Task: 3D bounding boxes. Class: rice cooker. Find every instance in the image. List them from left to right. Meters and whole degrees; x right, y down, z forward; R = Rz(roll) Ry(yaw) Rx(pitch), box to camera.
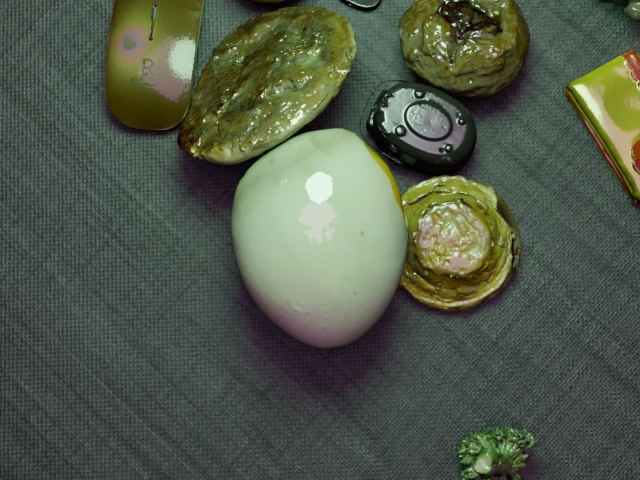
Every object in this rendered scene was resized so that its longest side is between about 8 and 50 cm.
[{"bbox_3d":[0.170,-0.194,1.429,0.203,0.118,0.142,23,84,2],"label":"rice cooker"}]

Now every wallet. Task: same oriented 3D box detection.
[{"bbox_3d":[0.539,-0.197,1.431,0.141,0.067,0.241,-30,81,8],"label":"wallet"}]

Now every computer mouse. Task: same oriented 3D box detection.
[{"bbox_3d":[-0.295,-0.351,1.496,0.158,0.072,0.310,6,82,1],"label":"computer mouse"}]

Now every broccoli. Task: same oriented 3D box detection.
[{"bbox_3d":[0.271,0.345,1.313,0.122,0.204,0.118,11,82,19],"label":"broccoli"}]

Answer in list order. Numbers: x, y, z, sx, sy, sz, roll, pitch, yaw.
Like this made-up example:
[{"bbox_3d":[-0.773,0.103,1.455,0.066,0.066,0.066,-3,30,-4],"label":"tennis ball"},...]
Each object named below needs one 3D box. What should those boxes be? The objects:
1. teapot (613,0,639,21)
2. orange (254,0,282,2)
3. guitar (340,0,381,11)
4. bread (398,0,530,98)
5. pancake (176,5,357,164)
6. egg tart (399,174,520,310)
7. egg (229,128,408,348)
[{"bbox_3d":[0.533,-0.518,1.414,0.305,0.223,0.285,14,90,1],"label":"teapot"},{"bbox_3d":[-0.089,-0.503,1.461,0.178,0.155,0.177,19,57,-32],"label":"orange"},{"bbox_3d":[0.106,-0.528,1.524,0.088,0.025,0.233,25,83,5],"label":"guitar"},{"bbox_3d":[0.250,-0.350,1.417,0.230,0.123,0.230,4,60,-8],"label":"bread"},{"bbox_3d":[-0.091,-0.262,1.388,0.356,0.065,0.356,-22,41,21],"label":"pancake"},{"bbox_3d":[0.223,0.001,1.411,0.241,0.106,0.241,0,85,3],"label":"egg tart"},{"bbox_3d":[0.000,0.000,1.331,0.283,0.283,0.345,-8,86,1],"label":"egg"}]
